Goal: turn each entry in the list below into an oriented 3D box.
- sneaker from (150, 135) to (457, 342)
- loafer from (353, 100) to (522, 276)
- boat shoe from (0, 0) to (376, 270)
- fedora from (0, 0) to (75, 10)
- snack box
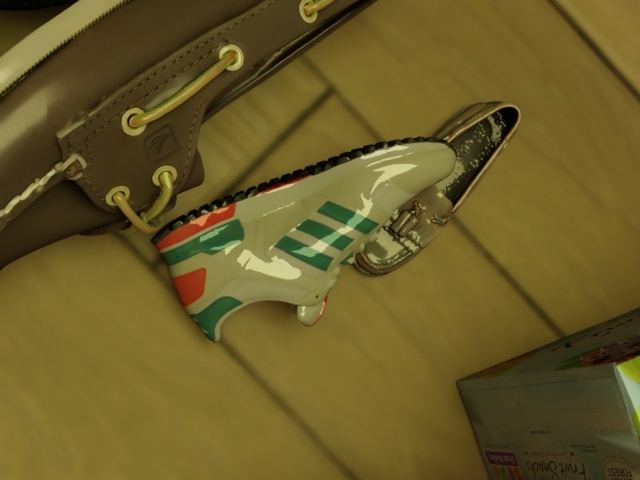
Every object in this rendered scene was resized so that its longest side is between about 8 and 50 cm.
[{"bbox_3d":[0.000,0.000,0.568,0.161,0.057,0.075,-20,96,-6],"label":"sneaker"},{"bbox_3d":[0.063,-0.033,0.602,0.045,0.039,0.125,45,73,-7],"label":"loafer"},{"bbox_3d":[-0.087,-0.063,0.524,0.097,0.116,0.324,44,68,-5],"label":"boat shoe"},{"bbox_3d":[-0.130,-0.276,0.489,0.153,0.334,0.334,26,74,19],"label":"fedora"},{"bbox_3d":[0.199,0.062,0.562,0.207,0.174,0.070,-17,86,-17],"label":"snack box"}]
